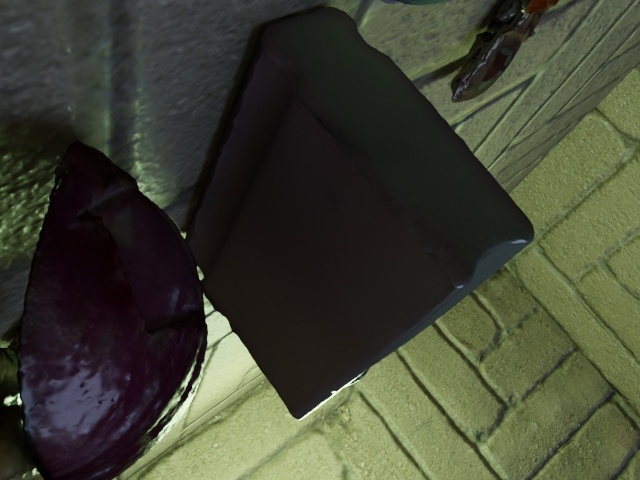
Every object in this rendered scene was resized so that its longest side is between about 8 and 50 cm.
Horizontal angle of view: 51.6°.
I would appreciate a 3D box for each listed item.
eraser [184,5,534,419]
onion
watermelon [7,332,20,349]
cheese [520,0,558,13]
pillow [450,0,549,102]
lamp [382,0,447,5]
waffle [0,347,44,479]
[{"bbox_3d":[0.000,0.000,0.668,0.122,0.272,0.359,-30,164,-34],"label":"eraser"},{"bbox_3d":[-0.140,0.052,0.504,0.111,0.250,0.247,4,141,-7],"label":"onion"},{"bbox_3d":[-0.269,0.095,0.738,0.187,0.071,0.139,-20,152,-34],"label":"watermelon"},{"bbox_3d":[0.263,-0.342,0.549,0.217,0.129,0.329,-31,153,-40],"label":"cheese"},{"bbox_3d":[0.267,-0.296,0.907,0.248,0.049,0.135,-51,164,30],"label":"pillow"},{"bbox_3d":[0.085,-0.237,0.455,0.246,0.108,0.179,-27,159,-41],"label":"lamp"},{"bbox_3d":[-0.381,0.205,0.483,0.376,0.114,0.261,-23,173,-14],"label":"waffle"}]
